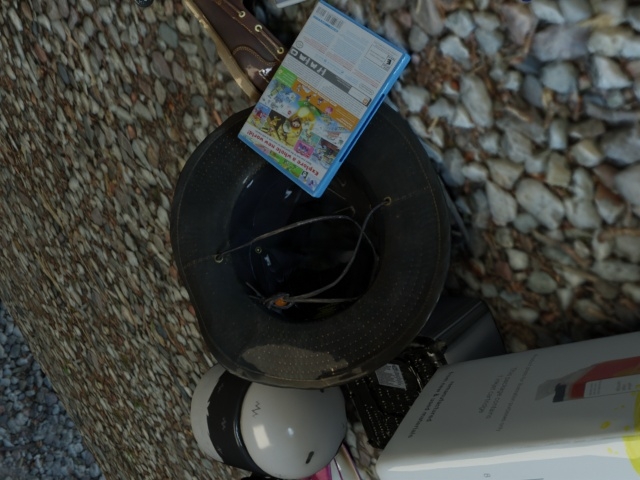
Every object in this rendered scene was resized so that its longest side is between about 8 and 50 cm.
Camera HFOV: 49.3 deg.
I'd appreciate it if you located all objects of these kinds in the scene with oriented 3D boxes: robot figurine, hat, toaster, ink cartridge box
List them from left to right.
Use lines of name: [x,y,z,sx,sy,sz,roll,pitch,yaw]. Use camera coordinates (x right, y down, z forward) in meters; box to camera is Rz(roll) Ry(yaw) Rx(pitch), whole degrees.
robot figurine: [-0.081,0.258,1.037,0.278,0.174,0.209,-12,109,52]
hat: [0.000,0.000,0.773,0.331,0.331,0.134,39,-177,25]
toaster: [0.120,0.154,0.779,0.186,0.110,0.168,-4,112,50]
ink cartridge box: [0.281,0.219,0.523,0.385,0.160,0.279,-18,101,36]

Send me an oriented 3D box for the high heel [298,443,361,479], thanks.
high heel: [0.056,0.398,1.068,0.244,0.082,0.117,52,134,16]

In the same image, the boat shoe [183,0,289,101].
boat shoe: [-0.099,-0.254,0.784,0.073,0.073,0.207,-38,79,16]

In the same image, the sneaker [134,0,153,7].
sneaker: [-0.244,-0.356,0.905,0.044,0.040,0.109,8,118,65]

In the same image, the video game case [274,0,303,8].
video game case: [0.000,-0.328,0.648,0.201,0.023,0.183,4,118,48]

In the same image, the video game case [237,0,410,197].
video game case: [-0.001,-0.144,0.710,0.119,0.015,0.166,39,104,23]
